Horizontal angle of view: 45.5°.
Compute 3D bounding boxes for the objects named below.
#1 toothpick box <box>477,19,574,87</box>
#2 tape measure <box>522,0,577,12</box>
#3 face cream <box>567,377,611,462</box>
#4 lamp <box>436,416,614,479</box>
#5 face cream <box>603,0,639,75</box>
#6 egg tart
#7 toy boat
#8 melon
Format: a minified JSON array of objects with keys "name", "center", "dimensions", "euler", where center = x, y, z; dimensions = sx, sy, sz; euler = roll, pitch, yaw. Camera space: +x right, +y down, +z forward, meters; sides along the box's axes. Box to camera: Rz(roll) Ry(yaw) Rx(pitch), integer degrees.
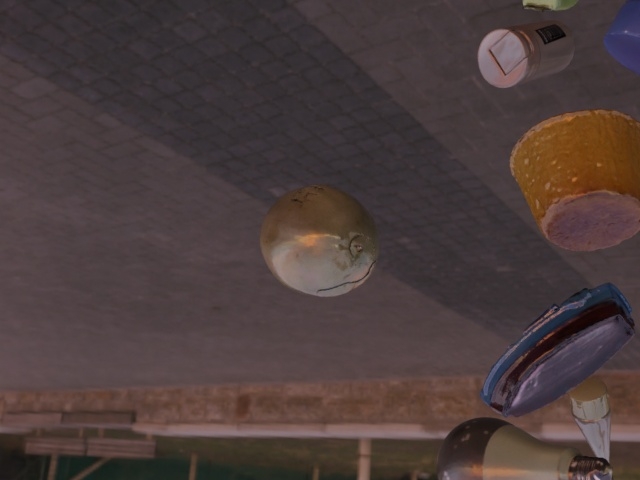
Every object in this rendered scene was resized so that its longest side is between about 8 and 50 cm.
[{"name":"toothpick box","center":[0.394,-0.359,1.459],"dimensions":[0.180,0.111,0.111],"euler":[-22,-179,-40]},{"name":"tape measure","center":[0.416,-0.491,1.271],"dimensions":[0.175,0.200,0.106],"euler":[-17,-153,-36]},{"name":"face cream","center":[0.511,0.366,1.413],"dimensions":[0.070,0.114,0.224],"euler":[-12,113,14]},{"name":"lamp","center":[0.348,0.408,1.301],"dimensions":[0.313,0.182,0.182],"euler":[5,166,39]},{"name":"face cream","center":[0.766,-0.469,1.613],"dimensions":[0.249,0.225,0.249],"euler":[29,-177,-1]},{"name":"egg tart","center":[0.403,-0.090,1.177],"dimensions":[0.215,0.171,0.215],"euler":[3,146,2]},{"name":"toy boat","center":[0.292,0.137,0.971],"dimensions":[0.223,0.097,0.100],"euler":[-41,114,14]},{"name":"melon","center":[0.000,0.000,1.834],"dimensions":[0.268,0.269,0.330],"euler":[17,-179,-35]}]
